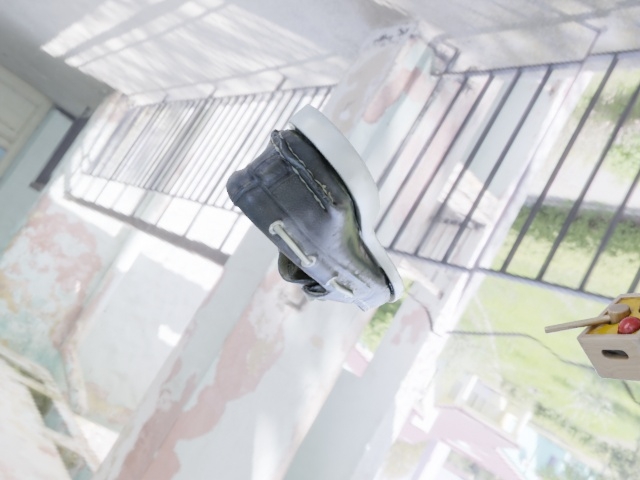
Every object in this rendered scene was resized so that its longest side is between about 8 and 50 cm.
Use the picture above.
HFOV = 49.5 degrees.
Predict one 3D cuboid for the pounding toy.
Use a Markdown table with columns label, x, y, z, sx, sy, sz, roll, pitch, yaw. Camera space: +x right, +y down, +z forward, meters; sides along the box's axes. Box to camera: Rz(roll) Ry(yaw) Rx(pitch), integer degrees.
| label | x | y | z | sx | sy | sz | roll | pitch | yaw |
| --- | --- | --- | --- | --- | --- | --- | --- | --- | --- |
| pounding toy | 0.417 | 0.125 | 0.956 | 0.100 | 0.130 | 0.141 | 57 | 157 | -7 |

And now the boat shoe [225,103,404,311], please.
| label | x | y | z | sx | sy | sz | roll | pitch | yaw |
| --- | --- | --- | --- | --- | --- | --- | --- | --- | --- |
| boat shoe | 0.000 | 0.000 | 0.593 | 0.114 | 0.091 | 0.302 | 50 | 174 | 30 |
